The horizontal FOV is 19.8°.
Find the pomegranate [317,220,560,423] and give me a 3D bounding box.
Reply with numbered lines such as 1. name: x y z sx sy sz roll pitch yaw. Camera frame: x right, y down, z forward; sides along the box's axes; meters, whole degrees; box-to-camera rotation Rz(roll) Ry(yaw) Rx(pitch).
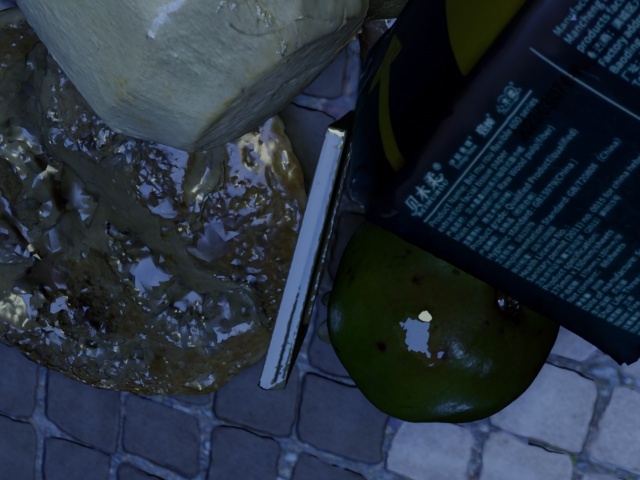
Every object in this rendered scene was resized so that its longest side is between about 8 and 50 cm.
1. pomegranate: 0.078 0.058 1.448 0.187 0.187 0.225 56 150 -10

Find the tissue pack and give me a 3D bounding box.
1. tissue pack: 0.227 -0.157 1.190 0.264 0.253 0.416 26 123 -13

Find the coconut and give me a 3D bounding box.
1. coconut: -0.098 -0.208 1.326 0.245 0.245 0.247 -42 81 33

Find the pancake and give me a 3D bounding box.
1. pancake: -0.179 -0.032 1.549 0.387 0.082 0.387 8 122 13

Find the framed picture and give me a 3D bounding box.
1. framed picture: 0.000 0.000 1.359 0.023 0.260 0.189 15 98 3

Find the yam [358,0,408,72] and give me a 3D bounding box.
1. yam: 0.066 -0.117 1.406 0.079 0.079 0.141 5 117 21
